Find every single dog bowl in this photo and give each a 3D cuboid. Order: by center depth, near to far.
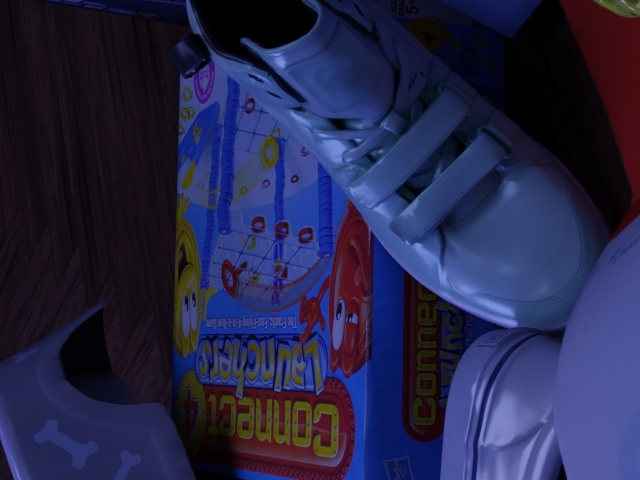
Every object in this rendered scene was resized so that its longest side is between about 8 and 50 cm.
[{"bbox_3d":[-0.141,0.220,1.133,0.349,0.102,0.348,162,90,-76],"label":"dog bowl"}]

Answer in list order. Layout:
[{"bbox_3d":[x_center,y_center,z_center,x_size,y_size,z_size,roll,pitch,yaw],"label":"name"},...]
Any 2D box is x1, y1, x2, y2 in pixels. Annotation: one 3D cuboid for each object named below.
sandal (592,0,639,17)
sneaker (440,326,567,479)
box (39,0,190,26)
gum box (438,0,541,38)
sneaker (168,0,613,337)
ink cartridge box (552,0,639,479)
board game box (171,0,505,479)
[{"bbox_3d":[0.128,-0.161,0.604,0.317,0.138,0.126,-176,101,-75],"label":"sandal"},{"bbox_3d":[0.103,0.173,0.767,0.091,0.094,0.258,11,104,50],"label":"sneaker"},{"bbox_3d":[-0.085,-0.184,1.041,0.183,0.233,0.059,-8,78,64],"label":"box"},{"bbox_3d":[0.056,-0.199,0.802,0.157,0.184,0.041,-53,15,51],"label":"gum box"},{"bbox_3d":[0.031,-0.048,0.777,0.256,0.151,0.094,43,98,17],"label":"sneaker"},{"bbox_3d":[0.184,-0.041,0.619,0.308,0.091,0.385,128,137,-50],"label":"ink cartridge box"},{"bbox_3d":[0.000,0.000,1.010,0.308,0.086,0.301,172,101,-64],"label":"board game box"}]
